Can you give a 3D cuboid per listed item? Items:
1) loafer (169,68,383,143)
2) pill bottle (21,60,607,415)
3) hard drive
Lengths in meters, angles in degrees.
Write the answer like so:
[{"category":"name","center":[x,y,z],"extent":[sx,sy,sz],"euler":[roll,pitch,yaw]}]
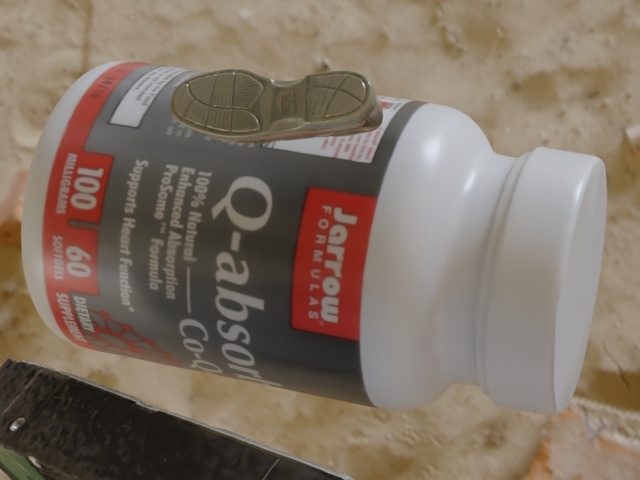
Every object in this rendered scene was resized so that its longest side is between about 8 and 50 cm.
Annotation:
[{"category":"loafer","center":[-0.025,-0.073,0.862],"extent":[0.125,0.039,0.045],"euler":[0,67,20]},{"category":"pill bottle","center":[0.000,0.000,1.017],"extent":[0.363,0.210,0.210],"euler":[9,67,18]},{"category":"hard drive","center":[-0.043,0.187,0.850],"extent":[0.339,0.237,0.064],"euler":[9,53,49]}]
